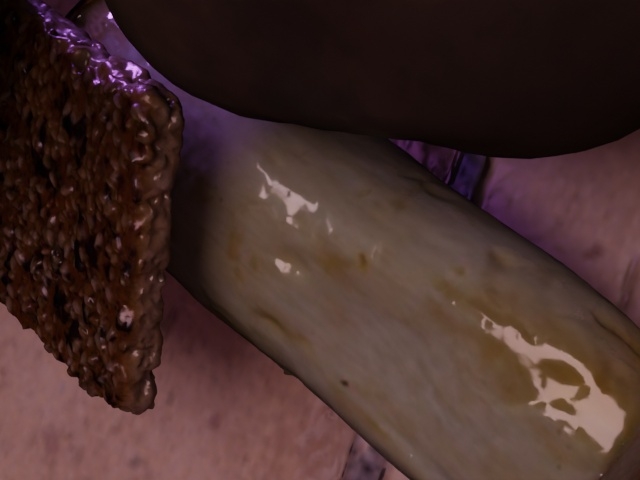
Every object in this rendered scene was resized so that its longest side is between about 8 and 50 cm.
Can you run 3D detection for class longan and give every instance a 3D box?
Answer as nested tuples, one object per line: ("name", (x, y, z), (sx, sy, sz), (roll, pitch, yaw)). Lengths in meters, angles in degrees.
("longan", (0.043, -0.132, 0.609), (0.246, 0.215, 0.246), (-23, 58, 43))

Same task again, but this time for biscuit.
("biscuit", (-0.119, -0.033, 0.735), (0.231, 0.025, 0.131), (34, 123, 51))

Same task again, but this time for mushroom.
("mushroom", (0.000, 0.000, 0.692), (0.312, 0.081, 0.100), (40, 121, 29))
